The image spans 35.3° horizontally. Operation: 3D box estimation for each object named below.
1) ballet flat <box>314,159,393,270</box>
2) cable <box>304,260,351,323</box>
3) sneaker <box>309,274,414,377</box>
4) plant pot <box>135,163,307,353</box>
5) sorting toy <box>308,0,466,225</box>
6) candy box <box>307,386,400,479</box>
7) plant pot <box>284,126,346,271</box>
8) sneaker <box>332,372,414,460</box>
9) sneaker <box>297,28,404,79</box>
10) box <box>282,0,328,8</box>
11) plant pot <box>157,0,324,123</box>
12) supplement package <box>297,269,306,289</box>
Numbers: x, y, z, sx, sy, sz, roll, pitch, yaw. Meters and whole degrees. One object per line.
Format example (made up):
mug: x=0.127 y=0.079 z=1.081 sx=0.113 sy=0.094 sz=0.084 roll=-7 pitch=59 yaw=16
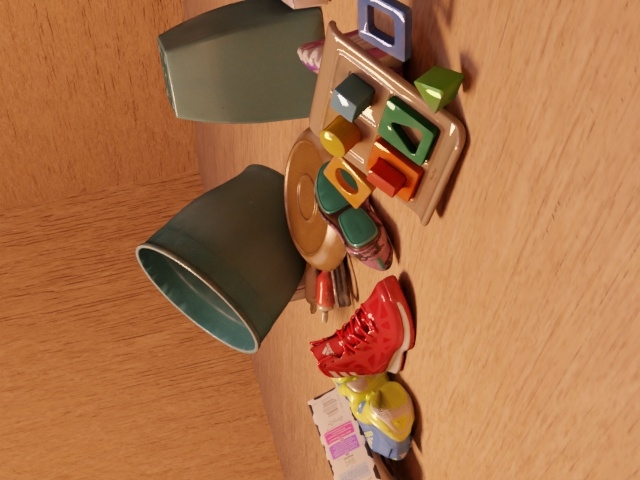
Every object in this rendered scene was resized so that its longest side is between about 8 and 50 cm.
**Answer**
ballet flat: x=0.047 y=-0.028 z=1.412 sx=0.079 sy=0.077 sz=0.221 roll=61 pitch=-179 yaw=-38
cable: x=0.000 y=0.000 z=1.652 sx=0.139 sy=0.072 sz=0.287 roll=-121 pitch=22 yaw=-64
sneaker: x=0.053 y=0.136 z=1.385 sx=0.221 sy=0.128 sz=0.087 roll=89 pitch=163 yaw=-52
plant pot: x=-0.138 y=0.015 z=1.766 sx=0.272 sy=0.255 sz=0.271 roll=34 pitch=157 yaw=16
sorting toy: x=0.056 y=-0.114 z=1.078 sx=0.196 sy=0.047 sz=0.347 roll=43 pitch=155 yaw=15
candy box: x=0.066 y=0.350 z=1.579 sx=0.165 sy=0.070 sz=0.196 roll=56 pitch=-173 yaw=-43
plant pot: x=-0.010 y=-0.067 z=1.587 sx=0.236 sy=0.032 sz=0.236 roll=175 pitch=90 yaw=-67
sneaker: x=0.072 y=0.246 z=1.519 sx=0.240 sy=0.091 sz=0.126 roll=-125 pitch=24 yaw=-62
sneaker: x=0.041 y=-0.189 z=1.194 sx=0.236 sy=0.095 sz=0.104 roll=-132 pitch=23 yaw=-67
box: x=-0.066 y=-0.482 z=1.485 sx=0.322 sy=0.059 sz=0.232 roll=-127 pitch=26 yaw=-64
plant pot: x=-0.122 y=-0.270 z=1.541 sx=0.165 sy=0.234 sz=0.165 roll=-123 pitch=23 yaw=-60
supplement package: x=-0.103 y=0.022 z=2.022 sx=0.262 sy=0.145 sz=0.204 roll=128 pitch=129 yaw=-77
